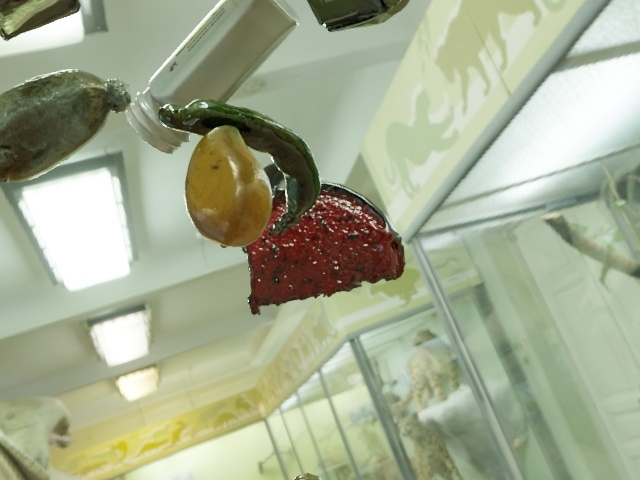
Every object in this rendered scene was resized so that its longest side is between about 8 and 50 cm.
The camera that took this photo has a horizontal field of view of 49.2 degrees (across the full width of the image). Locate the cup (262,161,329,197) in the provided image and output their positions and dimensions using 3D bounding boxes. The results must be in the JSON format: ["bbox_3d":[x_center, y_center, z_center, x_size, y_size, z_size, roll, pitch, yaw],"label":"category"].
[{"bbox_3d":[-0.048,-0.103,1.884,0.167,0.221,0.202,-58,-26,14],"label":"cup"}]

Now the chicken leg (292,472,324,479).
[{"bbox_3d":[-0.062,0.522,1.348,0.178,0.070,0.093,-43,-17,-9],"label":"chicken leg"}]

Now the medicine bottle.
[{"bbox_3d":[-0.185,-0.293,1.177,0.124,0.179,0.324,38,-72,-25],"label":"medicine bottle"}]

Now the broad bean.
[{"bbox_3d":[-0.090,-0.115,0.999,0.144,0.049,0.292,-29,-49,16],"label":"broad bean"}]

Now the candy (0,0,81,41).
[{"bbox_3d":[-0.530,-0.468,1.245,0.184,0.137,0.195,-30,1,-16],"label":"candy"}]

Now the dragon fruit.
[{"bbox_3d":[0.000,0.000,1.487,0.343,0.282,0.100,-12,-16,8],"label":"dragon fruit"}]

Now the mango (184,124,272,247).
[{"bbox_3d":[-0.119,-0.064,0.859,0.115,0.165,0.089,-47,-35,18],"label":"mango"}]

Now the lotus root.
[{"bbox_3d":[-0.543,-0.236,1.386,0.349,0.175,0.175,-32,-14,-10],"label":"lotus root"}]

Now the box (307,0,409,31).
[{"bbox_3d":[0.065,-0.483,0.677,0.373,0.420,0.138,-41,27,-19],"label":"box"}]
